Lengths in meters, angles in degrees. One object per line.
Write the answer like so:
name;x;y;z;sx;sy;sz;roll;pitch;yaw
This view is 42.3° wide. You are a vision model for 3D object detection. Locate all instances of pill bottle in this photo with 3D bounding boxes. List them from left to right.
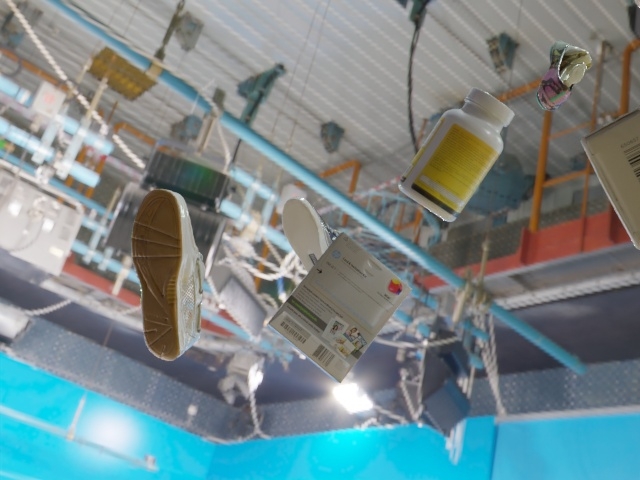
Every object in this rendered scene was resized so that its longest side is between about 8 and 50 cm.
pill bottle;0.203;-0.127;1.218;0.103;0.184;0.103;33;7;-5

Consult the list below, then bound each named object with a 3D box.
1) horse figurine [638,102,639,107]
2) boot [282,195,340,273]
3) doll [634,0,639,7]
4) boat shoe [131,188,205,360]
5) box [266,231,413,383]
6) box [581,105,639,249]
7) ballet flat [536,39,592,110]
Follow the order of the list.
horse figurine;0.690;-0.174;1.652;0.066;0.174;0.263;-21;-66;49
boot;0.000;0.000;1.391;0.069;0.086;0.190;-9;-67;31
doll;0.270;-0.157;0.531;0.129;0.189;0.046;0;-14;19
boat shoe;-0.228;0.046;1.297;0.098;0.096;0.277;15;-67;28
box;0.030;0.103;1.281;0.145;0.186;0.038;39;-11;-3
box;0.329;-0.055;0.783;0.094;0.113;0.275;-28;-14;22
ballet flat;0.467;-0.321;1.561;0.079;0.221;0.077;-22;-65;39
